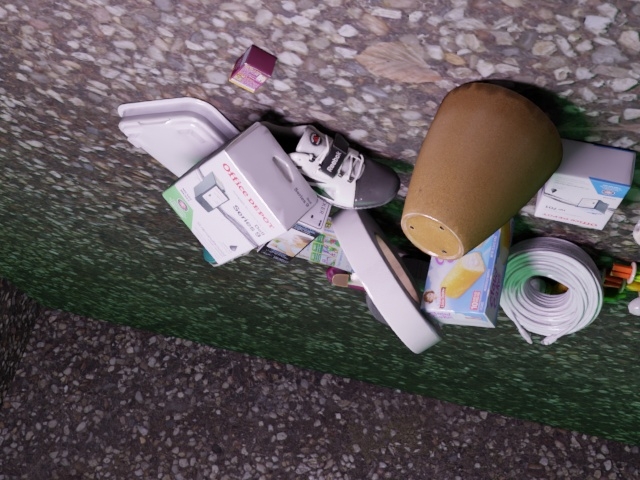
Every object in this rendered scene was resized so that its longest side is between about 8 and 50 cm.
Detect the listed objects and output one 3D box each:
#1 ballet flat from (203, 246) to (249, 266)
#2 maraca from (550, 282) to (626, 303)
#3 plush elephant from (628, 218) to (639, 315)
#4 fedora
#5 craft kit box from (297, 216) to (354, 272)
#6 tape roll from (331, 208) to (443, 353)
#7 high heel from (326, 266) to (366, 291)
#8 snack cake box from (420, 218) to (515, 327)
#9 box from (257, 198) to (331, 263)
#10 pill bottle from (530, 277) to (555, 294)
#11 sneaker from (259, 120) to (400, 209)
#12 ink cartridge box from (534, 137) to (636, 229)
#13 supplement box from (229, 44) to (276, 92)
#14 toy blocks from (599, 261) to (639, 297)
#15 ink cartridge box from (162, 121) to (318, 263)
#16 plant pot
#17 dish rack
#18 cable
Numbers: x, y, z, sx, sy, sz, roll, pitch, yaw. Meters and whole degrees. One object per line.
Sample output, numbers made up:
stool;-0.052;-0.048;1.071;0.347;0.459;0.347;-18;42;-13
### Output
ballet flat;-0.236;-0.012;2.195;0.139;0.139;0.400;20;158;-12
maraca;0.664;0.137;1.942;0.186;0.099;0.127;-6;-166;24
plush elephant;0.715;0.077;1.495;0.255;0.330;0.272;-14;109;50
fedora;0.254;0.136;2.154;0.244;0.124;0.275;10;150;10
craft kit box;0.000;0.000;2.136;0.247;0.061;0.250;13;159;0
tape roll;0.158;0.085;1.832;0.072;0.392;0.392;-32;144;9
high heel;0.139;0.120;2.350;0.244;0.082;0.117;4;-167;-9
snack cake box;0.329;0.053;1.733;0.152;0.264;0.089;2;155;31
box;-0.053;-0.066;1.849;0.087;0.169;0.290;23;160;-12
pill bottle;0.606;0.149;2.065;0.116;0.065;0.065;26;157;-26
sneaker;0.005;-0.162;1.615;0.330;0.122;0.146;15;157;9
ink cartridge box;0.496;-0.104;1.476;0.140;0.082;0.190;12;157;9
supplement box;-0.125;-0.315;1.433;0.055;0.043;0.083;25;158;-22
toy blocks;0.704;0.084;1.844;0.148;0.054;0.123;13;160;8
ink cartridge box;-0.174;-0.093;1.645;0.211;0.121;0.289;52;143;-11
plant pot;0.251;-0.096;1.340;0.237;0.254;0.237;30;156;15
dish rack;-0.290;-0.203;1.803;0.285;0.072;0.333;2;154;34
cable;0.540;0.111;1.846;0.257;0.089;0.257;-30;105;42
